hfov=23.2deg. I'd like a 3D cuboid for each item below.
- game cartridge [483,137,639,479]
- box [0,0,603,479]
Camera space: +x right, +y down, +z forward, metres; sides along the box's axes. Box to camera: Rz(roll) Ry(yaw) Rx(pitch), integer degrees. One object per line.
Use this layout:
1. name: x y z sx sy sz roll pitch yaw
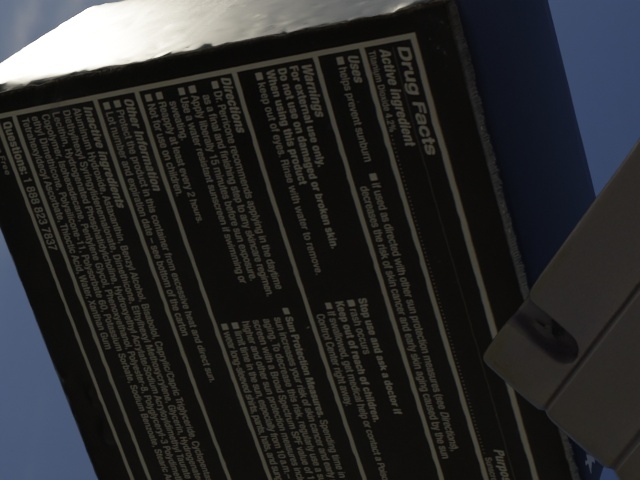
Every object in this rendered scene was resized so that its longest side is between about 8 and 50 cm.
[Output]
1. game cartridge: 0.239 -0.013 0.558 0.230 0.068 0.355 39 -58 12
2. box: 0.000 0.000 0.898 0.294 0.183 0.296 -7 -68 25
